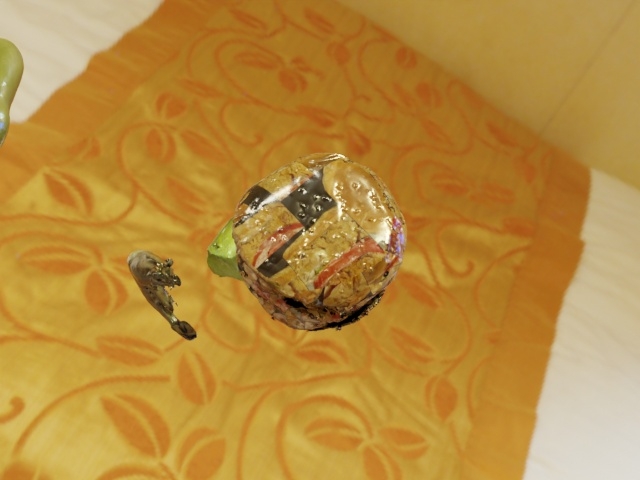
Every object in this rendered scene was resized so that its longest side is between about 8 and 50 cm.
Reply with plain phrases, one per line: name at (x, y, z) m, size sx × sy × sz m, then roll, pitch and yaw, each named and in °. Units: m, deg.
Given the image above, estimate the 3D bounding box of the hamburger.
hamburger at (0.000, 0.000, 1.315) m, size 0.230 × 0.107 × 0.231 m, roll -1°, pitch 66°, yaw 3°

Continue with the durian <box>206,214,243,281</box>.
durian at (-0.042, 0.000, 1.496) m, size 0.250 × 0.101 × 0.139 m, roll -11°, pitch 51°, yaw -17°

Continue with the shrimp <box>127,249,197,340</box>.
shrimp at (-0.227, 0.080, 1.521) m, size 0.051 × 0.217 × 0.150 m, roll -31°, pitch 102°, yaw -19°

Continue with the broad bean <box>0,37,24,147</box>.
broad bean at (-0.396, -0.154, 1.194) m, size 0.082 × 0.124 × 0.175 m, roll 39°, pitch 34°, yaw -27°
